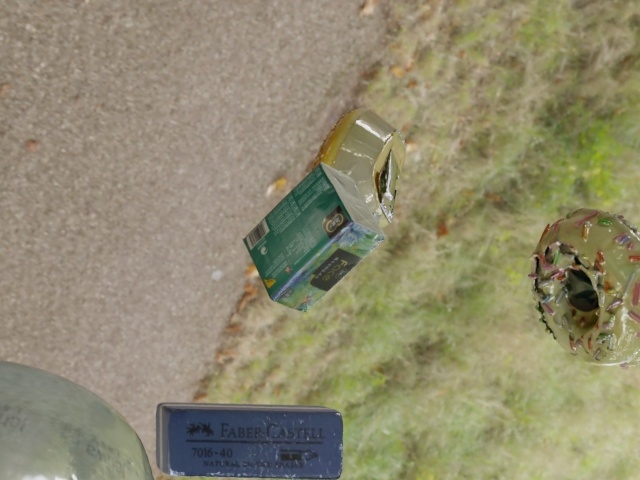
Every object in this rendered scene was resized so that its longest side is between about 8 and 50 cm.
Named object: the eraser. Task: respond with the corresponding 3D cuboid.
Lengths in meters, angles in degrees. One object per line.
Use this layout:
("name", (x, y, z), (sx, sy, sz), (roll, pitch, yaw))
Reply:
("eraser", (-0.086, 0.235, 1.058), (0.036, 0.224, 0.082), (-58, 150, -88))

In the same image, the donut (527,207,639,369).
("donut", (0.278, 0.052, 0.920), (0.068, 0.175, 0.175), (-18, 133, -21))

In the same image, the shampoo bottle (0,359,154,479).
("shampoo bottle", (-0.283, 0.266, 0.711), (0.322, 0.322, 0.317), (84, 6, -47))

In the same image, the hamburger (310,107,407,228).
("hamburger", (0.046, -0.087, 1.216), (0.210, 0.116, 0.173), (34, 69, -76))

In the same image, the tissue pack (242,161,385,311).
("tissue pack", (0.000, 0.001, 0.835), (0.111, 0.085, 0.079), (-44, 140, 21))
